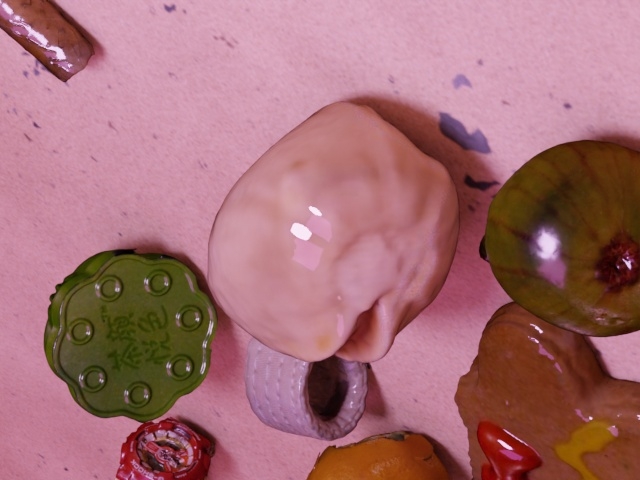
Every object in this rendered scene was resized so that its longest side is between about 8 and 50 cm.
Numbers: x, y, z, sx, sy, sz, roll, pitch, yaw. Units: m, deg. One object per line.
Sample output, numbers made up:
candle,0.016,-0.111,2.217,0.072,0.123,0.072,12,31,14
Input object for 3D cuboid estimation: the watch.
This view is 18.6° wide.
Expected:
watch,-0.199,0.327,2.297,0.102,0.165,0.268,30,127,16

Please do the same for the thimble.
thimble,-0.016,0.138,1.933,0.090,0.102,0.115,8,108,43

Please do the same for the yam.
yam,-0.308,-0.237,1.799,0.241,0.057,0.057,43,150,-4

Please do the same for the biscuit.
biscuit,0.297,0.238,1.749,0.394,0.076,0.368,22,145,26

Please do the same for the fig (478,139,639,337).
fig,0.185,-0.015,1.529,0.151,0.151,0.259,52,175,-20

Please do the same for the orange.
orange,0.054,0.255,1.969,0.155,0.154,0.134,107,142,-58

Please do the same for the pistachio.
pistachio,0.000,0.000,1.662,0.193,0.214,0.318,3,169,-23

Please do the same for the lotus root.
lotus root,-0.218,0.084,2.047,0.186,0.186,0.186,28,148,19
